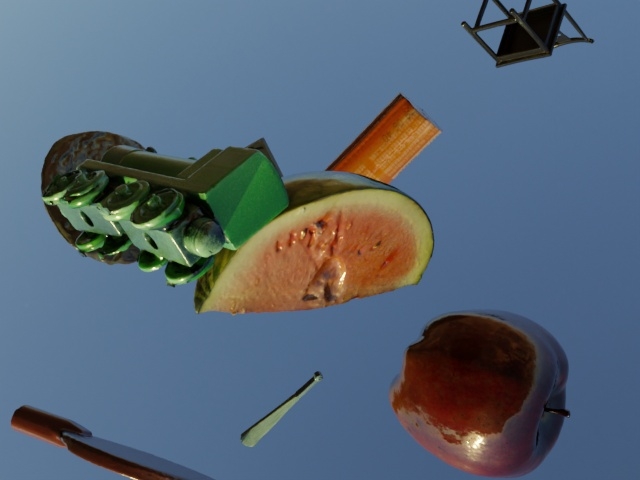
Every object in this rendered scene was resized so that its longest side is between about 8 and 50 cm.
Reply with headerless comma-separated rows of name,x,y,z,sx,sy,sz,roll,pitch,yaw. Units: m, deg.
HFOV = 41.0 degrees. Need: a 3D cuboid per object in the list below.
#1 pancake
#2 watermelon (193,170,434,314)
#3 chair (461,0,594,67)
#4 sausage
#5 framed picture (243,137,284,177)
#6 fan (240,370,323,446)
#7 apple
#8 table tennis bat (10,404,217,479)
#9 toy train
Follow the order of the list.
pancake,-0.368,-0.083,1.486,0.031,0.250,0.250,-29,-144,50
watermelon,-0.011,-0.022,0.981,0.128,0.303,0.159,48,-46,43
chair,0.443,-0.446,1.828,0.154,0.260,0.141,-1,-119,50
sausage,0.048,-0.092,1.337,0.312,0.093,0.093,-45,-144,16
framed picture,-0.107,-0.073,1.568,0.136,0.201,0.010,-24,-175,37
fan,-0.067,0.300,1.523,0.193,0.038,0.016,-42,-142,9
apple,0.212,0.195,1.114,0.234,0.234,0.234,-26,-139,25
table tennis bat,-0.351,0.368,1.475,0.414,0.268,0.051,16,-103,17
toy train,-0.143,-0.036,0.731,0.119,0.085,0.251,-42,-146,-25
